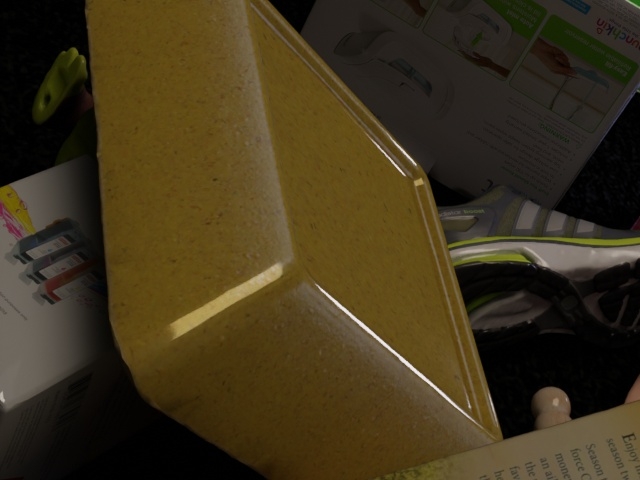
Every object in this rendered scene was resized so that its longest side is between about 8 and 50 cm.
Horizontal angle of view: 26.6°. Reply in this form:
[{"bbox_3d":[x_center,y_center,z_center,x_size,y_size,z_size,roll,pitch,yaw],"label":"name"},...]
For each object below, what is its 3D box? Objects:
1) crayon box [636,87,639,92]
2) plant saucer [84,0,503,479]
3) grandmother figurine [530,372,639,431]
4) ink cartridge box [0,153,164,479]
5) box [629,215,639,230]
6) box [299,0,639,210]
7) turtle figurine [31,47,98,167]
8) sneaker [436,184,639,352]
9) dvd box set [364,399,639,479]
[{"bbox_3d":[0.487,-0.209,1.515,0.323,0.083,0.203,14,39,-17],"label":"crayon box"},{"bbox_3d":[0.000,0.000,0.810,0.333,0.081,0.332,42,26,-45],"label":"plant saucer"},{"bbox_3d":[0.229,0.168,0.907,0.208,0.104,0.342,27,34,12],"label":"grandmother figurine"},{"bbox_3d":[-0.166,0.056,0.759,0.127,0.128,0.176,42,38,17],"label":"ink cartridge box"},{"bbox_3d":[0.402,0.024,1.158,0.257,0.122,0.128,38,39,12],"label":"box"},{"bbox_3d":[0.134,-0.172,1.126,0.262,0.231,0.127,31,38,4],"label":"box"},{"bbox_3d":[-0.097,-0.057,0.961,0.217,0.087,0.269,23,44,-40],"label":"turtle figurine"},{"bbox_3d":[0.180,0.009,1.054,0.300,0.111,0.121,2,40,-33],"label":"sneaker"},{"bbox_3d":[0.087,0.229,0.585,0.421,0.062,0.307,-17,46,1],"label":"dvd box set"}]
